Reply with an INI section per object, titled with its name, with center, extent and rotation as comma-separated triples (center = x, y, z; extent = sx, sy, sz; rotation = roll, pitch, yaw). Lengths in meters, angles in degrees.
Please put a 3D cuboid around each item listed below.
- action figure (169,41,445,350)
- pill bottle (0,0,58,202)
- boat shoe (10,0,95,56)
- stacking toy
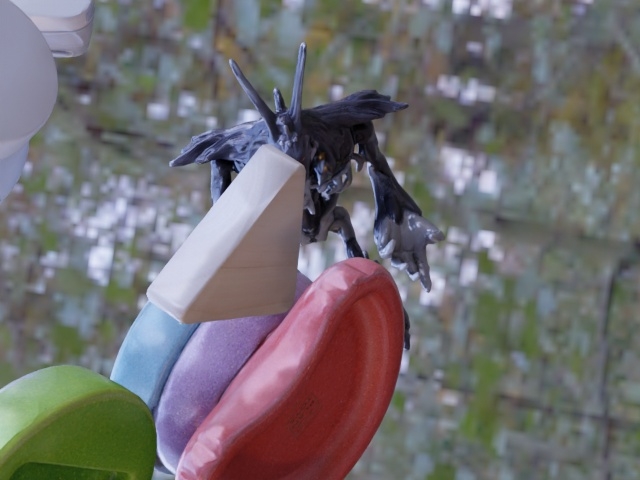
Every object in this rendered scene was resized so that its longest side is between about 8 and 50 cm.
[action figure]
center = 0.000, 0.000, 1.328
extent = 0.276, 0.164, 0.141
rotation = 75, 176, -50
[pill bottle]
center = -0.229, -0.045, 1.033
extent = 0.216, 0.121, 0.121
rotation = -35, 27, 45
[boat shoe]
center = -0.260, -0.168, 1.462
extent = 0.063, 0.184, 0.066
rotation = 96, 172, -49
[stacking toy]
center = -0.110, 0.088, 0.924
extent = 0.309, 0.130, 0.279
rotation = -48, -29, -20
